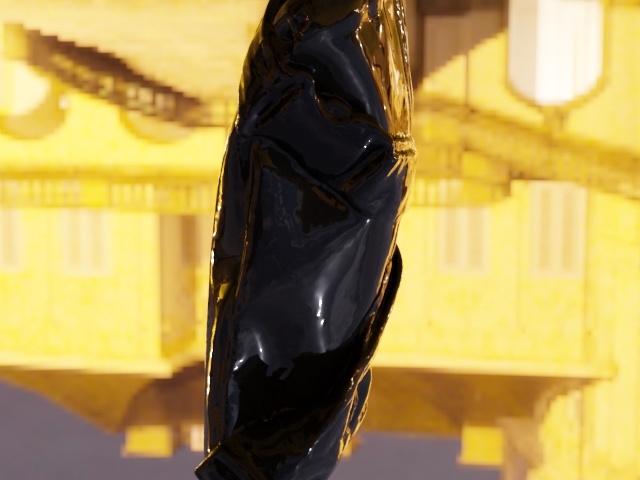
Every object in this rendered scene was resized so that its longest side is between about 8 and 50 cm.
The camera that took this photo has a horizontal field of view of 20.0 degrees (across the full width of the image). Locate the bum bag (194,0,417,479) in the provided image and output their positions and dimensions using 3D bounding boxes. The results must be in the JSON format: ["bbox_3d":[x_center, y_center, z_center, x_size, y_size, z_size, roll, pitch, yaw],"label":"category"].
[{"bbox_3d":[0.000,0.000,0.833,0.079,0.326,0.142,14,-155,20],"label":"bum bag"}]
